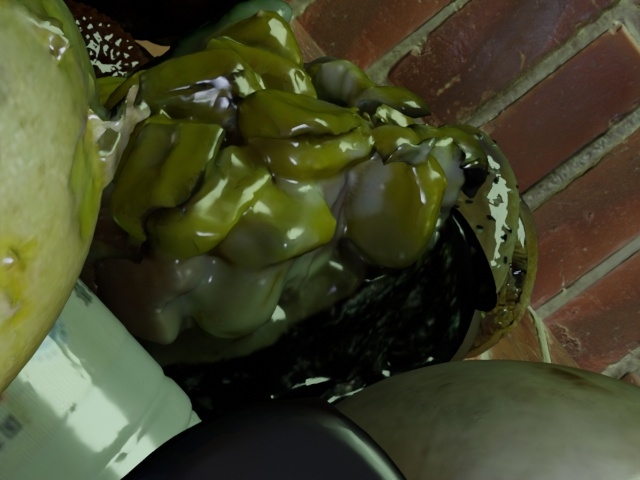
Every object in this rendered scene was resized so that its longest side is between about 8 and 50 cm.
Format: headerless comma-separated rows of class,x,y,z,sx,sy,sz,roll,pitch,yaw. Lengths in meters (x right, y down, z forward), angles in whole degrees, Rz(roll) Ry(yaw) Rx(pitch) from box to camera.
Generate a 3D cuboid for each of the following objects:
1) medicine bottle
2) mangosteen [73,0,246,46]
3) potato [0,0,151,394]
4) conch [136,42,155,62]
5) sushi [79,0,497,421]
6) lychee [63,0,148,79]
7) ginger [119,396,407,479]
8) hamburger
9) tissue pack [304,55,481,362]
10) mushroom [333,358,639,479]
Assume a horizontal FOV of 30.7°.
medicine bottle,-0.193,0.091,0.624,0.332,0.190,0.190,49,15,-10
mangosteen,-0.162,-0.322,1.135,0.347,0.307,0.306,47,13,-54
potato,-0.241,-0.005,0.378,0.270,0.359,0.219,39,-28,56
conch,-0.238,-0.159,1.198,0.158,0.127,0.255,56,16,13
sushi,-0.074,-0.026,0.831,0.328,0.328,0.285,50,-24,45
lychee,-0.232,-0.121,1.018,0.194,0.194,0.194,47,15,-18
ginger,-0.070,0.277,0.388,0.211,0.359,0.413,109,-24,-72
hamburger,0.131,0.022,1.537,0.195,0.318,0.276,46,20,-58
tissue pack,0.000,0.000,1.262,0.267,0.277,0.387,33,25,-58
mushroom,0.098,0.210,0.555,0.297,0.298,0.290,38,55,-42
